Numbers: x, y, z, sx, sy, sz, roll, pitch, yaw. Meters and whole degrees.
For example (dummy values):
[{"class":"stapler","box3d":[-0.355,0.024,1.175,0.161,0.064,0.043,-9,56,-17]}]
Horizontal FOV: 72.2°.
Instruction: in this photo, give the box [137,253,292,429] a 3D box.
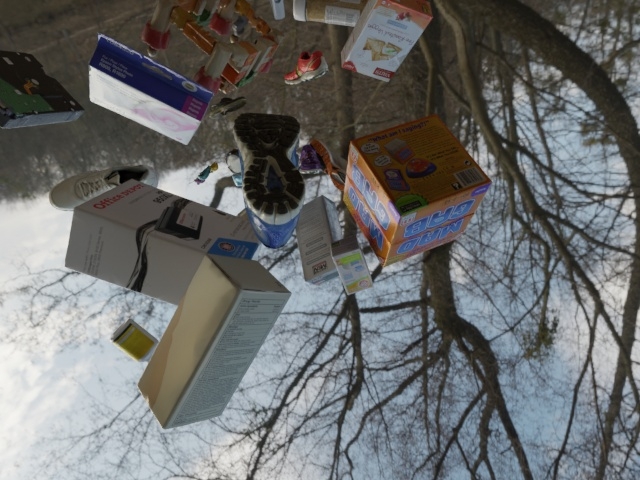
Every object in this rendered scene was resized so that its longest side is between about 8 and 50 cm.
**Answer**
[{"class":"box","box3d":[-0.204,0.190,0.839,0.121,0.148,0.311,38,-77,34]}]

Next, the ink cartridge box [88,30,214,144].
[{"class":"ink cartridge box","box3d":[-0.513,-0.427,1.308,0.330,0.324,0.071,-13,-124,64]}]

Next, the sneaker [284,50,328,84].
[{"class":"sneaker","box3d":[-0.064,-0.744,1.880,0.107,0.118,0.279,-27,-160,-33]}]

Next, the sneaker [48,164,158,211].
[{"class":"sneaker","box3d":[-0.610,-0.158,1.231,0.292,0.109,0.118,-19,-174,-16]}]

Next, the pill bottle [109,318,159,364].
[{"class":"pill bottle","box3d":[-0.646,0.371,1.564,0.103,0.184,0.103,-41,-164,14]}]

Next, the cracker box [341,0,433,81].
[{"class":"cracker box","box3d":[0.173,-0.559,1.201,0.156,0.232,0.067,9,-119,-20]}]

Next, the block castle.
[{"class":"block castle","box3d":[-0.352,-0.679,1.517,0.213,0.303,0.453,-46,-175,38]}]

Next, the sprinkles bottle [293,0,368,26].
[{"class":"sprinkles bottle","box3d":[0.073,-0.935,1.772,0.356,0.121,0.121,9,-144,4]}]

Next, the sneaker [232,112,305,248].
[{"class":"sneaker","box3d":[-0.100,-0.121,0.818,0.130,0.147,0.329,2,-132,-9]}]

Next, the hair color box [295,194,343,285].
[{"class":"hair color box","box3d":[0.000,0.000,2.018,0.186,0.114,0.374,-26,-120,26]}]

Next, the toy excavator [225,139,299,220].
[{"class":"toy excavator","box3d":[-0.257,-0.228,1.955,0.434,0.444,0.222,-3,-150,31]}]

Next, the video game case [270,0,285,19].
[{"class":"video game case","box3d":[-0.160,-0.813,1.146,0.036,0.328,0.300,-15,175,-2]}]

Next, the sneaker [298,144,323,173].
[{"class":"sneaker","box3d":[-0.036,-0.249,1.340,0.069,0.071,0.170,-5,-151,-13]}]

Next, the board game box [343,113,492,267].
[{"class":"board game box","box3d":[0.331,-0.181,1.635,0.357,0.356,0.356,-20,-118,-14]}]

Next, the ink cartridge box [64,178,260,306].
[{"class":"ink cartridge box","box3d":[-0.364,0.012,1.098,0.395,0.166,0.285,19,-160,-4]}]

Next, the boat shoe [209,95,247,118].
[{"class":"boat shoe","box3d":[-0.318,-0.460,1.486,0.152,0.049,0.056,-15,177,23]}]

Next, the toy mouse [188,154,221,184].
[{"class":"toy mouse","box3d":[-0.448,-0.247,1.687,0.161,0.031,0.143,-29,-162,47]}]

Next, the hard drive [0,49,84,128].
[{"class":"hard drive","box3d":[-0.888,-0.447,1.287,0.064,0.237,0.339,-39,-167,14]}]

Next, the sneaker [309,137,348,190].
[{"class":"sneaker","box3d":[0.056,-0.335,1.895,0.099,0.262,0.121,-35,-175,40]}]

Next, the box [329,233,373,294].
[{"class":"box","box3d":[0.124,0.097,1.721,0.114,0.203,0.103,-18,-148,7]}]
